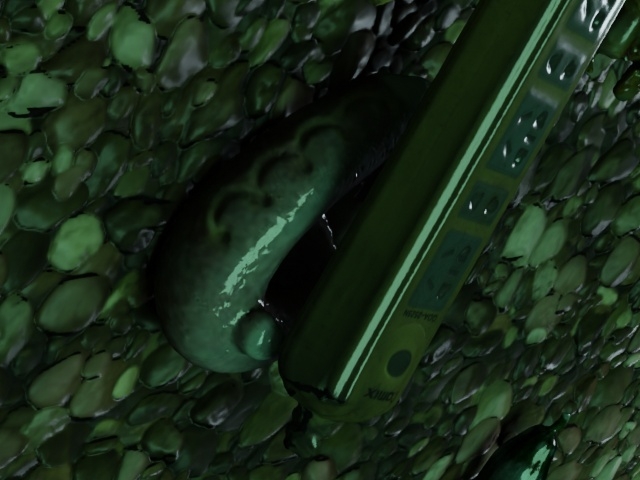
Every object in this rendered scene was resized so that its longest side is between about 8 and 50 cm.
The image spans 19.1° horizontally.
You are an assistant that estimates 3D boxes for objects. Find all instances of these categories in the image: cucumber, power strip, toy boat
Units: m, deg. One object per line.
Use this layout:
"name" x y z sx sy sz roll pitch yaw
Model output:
"cucumber" 0.130 0.235 1.574 0.056 0.056 0.250 10 117 -50
"power strip" 0.079 -0.034 1.139 0.387 0.066 0.092 -60 154 9
"toy boat" 0.000 0.000 1.188 0.227 0.085 0.155 -36 144 -17

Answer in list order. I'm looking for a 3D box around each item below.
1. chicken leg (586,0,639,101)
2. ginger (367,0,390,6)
"chicken leg" 0.231 -0.270 1.157 0.201 0.153 0.429 -7 136 -28
"ginger" 0.066 -0.208 1.054 0.216 0.102 0.157 -39 173 -23
